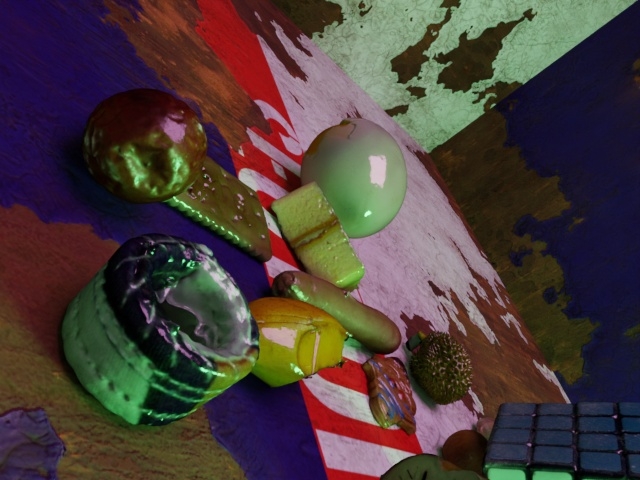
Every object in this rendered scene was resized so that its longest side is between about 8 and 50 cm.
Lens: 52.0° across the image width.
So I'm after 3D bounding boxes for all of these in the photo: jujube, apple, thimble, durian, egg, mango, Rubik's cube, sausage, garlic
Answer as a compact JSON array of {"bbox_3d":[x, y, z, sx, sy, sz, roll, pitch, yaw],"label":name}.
[{"bbox_3d":[-0.279,-0.161,1.056,0.190,0.190,0.255,46,10,-21],"label":"jujube"},{"bbox_3d":[0.335,0.488,1.470,0.126,0.102,0.126,50,15,-18],"label":"apple"},{"bbox_3d":[-0.199,0.106,0.840,0.237,0.150,0.237,43,21,-22],"label":"thimble"},{"bbox_3d":[0.310,0.313,1.633,0.159,0.146,0.198,48,24,-22],"label":"durian"},{"bbox_3d":[0.086,-0.152,1.715,0.283,0.283,0.345,41,36,-32],"label":"egg"},{"bbox_3d":[-0.060,0.168,1.085,0.252,0.126,0.153,17,52,-48],"label":"mango"},{"bbox_3d":[0.520,0.534,1.302,0.344,0.338,0.343,-24,108,-68],"label":"Rubik's cube"},{"bbox_3d":[0.043,0.153,1.378,0.094,0.094,0.419,18,-9,44],"label":"sausage"},{"bbox_3d":[0.473,0.542,1.720,0.124,0.099,0.174,57,11,-64],"label":"garlic"}]

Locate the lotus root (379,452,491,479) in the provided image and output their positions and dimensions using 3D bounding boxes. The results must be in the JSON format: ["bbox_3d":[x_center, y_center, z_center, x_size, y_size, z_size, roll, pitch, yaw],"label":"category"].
[{"bbox_3d":[0.237,0.501,1.035,0.346,0.250,0.250,41,24,-32],"label":"lotus root"}]

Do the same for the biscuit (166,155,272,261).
[{"bbox_3d":[-0.217,-0.098,1.287,0.325,0.044,0.217,36,28,-41],"label":"biscuit"}]

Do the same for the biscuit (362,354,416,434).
[{"bbox_3d":[0.160,0.328,1.447,0.183,0.043,0.280,56,23,-3],"label":"biscuit"}]

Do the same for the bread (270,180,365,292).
[{"bbox_3d":[0.000,0.000,1.527,0.178,0.142,0.266,-11,63,-51],"label":"bread"}]
